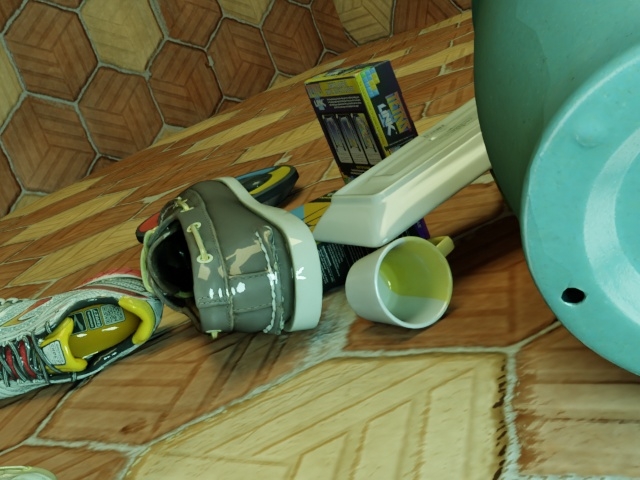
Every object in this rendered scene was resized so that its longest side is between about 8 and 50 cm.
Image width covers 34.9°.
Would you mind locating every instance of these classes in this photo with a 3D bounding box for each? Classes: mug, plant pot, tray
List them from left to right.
[{"bbox_3d":[0.056,0.031,0.717,0.078,0.062,0.064,-5,-5,-28],"label":"mug"},{"bbox_3d":[0.115,-0.081,0.816,0.270,0.030,0.145,-35,13,-16],"label":"tray"},{"bbox_3d":[0.196,-0.074,0.499,0.271,0.271,0.255,-15,28,25],"label":"plant pot"}]

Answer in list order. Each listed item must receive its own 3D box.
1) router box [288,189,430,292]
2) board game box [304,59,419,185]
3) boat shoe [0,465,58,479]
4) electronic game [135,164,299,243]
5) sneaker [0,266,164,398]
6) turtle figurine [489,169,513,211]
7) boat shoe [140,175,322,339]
[{"bbox_3d":[0.000,0.000,0.936,0.133,0.046,0.179,-26,14,-19],"label":"router box"},{"bbox_3d":[0.052,-0.128,1.158,0.048,0.141,0.170,-26,14,-16],"label":"board game box"},{"bbox_3d":[-0.224,0.169,0.625,0.135,0.050,0.045,-9,12,9],"label":"boat shoe"},{"bbox_3d":[-0.137,-0.049,1.344,0.229,0.048,0.229,-20,14,5],"label":"electronic game"},{"bbox_3d":[-0.246,0.087,0.890,0.225,0.088,0.093,-23,15,-7],"label":"sneaker"},{"bbox_3d":[0.246,-0.103,0.872,0.217,0.087,0.269,-27,20,10],"label":"turtle figurine"},{"bbox_3d":[-0.100,0.013,0.870,0.096,0.116,0.324,-8,13,-21],"label":"boat shoe"}]
